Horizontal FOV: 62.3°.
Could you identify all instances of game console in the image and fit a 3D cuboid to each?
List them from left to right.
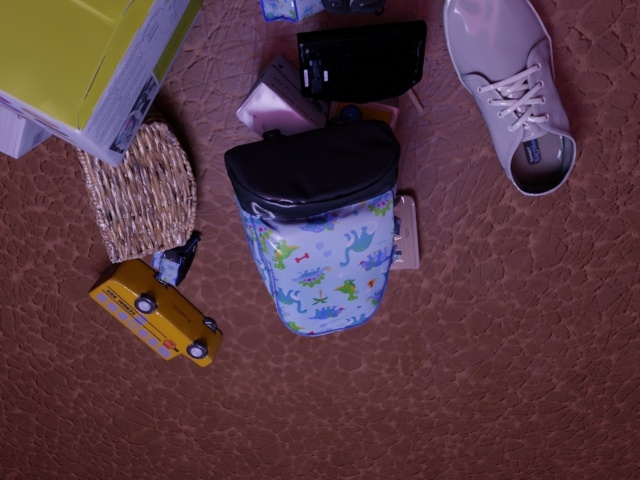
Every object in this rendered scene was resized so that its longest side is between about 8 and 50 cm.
[{"bbox_3d":[0.067,-0.376,0.828,0.213,0.044,0.361,-7,138,-5],"label":"game console"}]

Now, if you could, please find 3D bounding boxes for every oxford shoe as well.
[{"bbox_3d":[0.356,-0.266,0.961,0.169,0.130,0.449,-21,117,20],"label":"oxford shoe"}]

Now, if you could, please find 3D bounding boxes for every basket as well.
[{"bbox_3d":[-0.396,-0.143,1.139,0.213,0.223,0.299,-18,125,-22],"label":"basket"}]

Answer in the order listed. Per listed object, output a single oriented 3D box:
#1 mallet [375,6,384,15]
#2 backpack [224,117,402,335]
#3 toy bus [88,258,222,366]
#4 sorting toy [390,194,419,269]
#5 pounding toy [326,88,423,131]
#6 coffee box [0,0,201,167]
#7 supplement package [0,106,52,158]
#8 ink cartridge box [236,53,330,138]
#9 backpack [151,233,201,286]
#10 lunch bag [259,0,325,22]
[{"bbox_3d":[0.067,-0.462,0.889,0.062,0.039,0.190,-48,137,11],"label":"mallet"},{"bbox_3d":[0.000,0.000,0.940,0.290,0.273,0.355,-13,151,-14],"label":"backpack"},{"bbox_3d":[-0.406,0.192,1.341,0.130,0.108,0.332,-31,114,23],"label":"toy bus"},{"bbox_3d":[0.115,-0.013,1.203,0.208,0.038,0.193,-3,122,13],"label":"sorting toy"},{"bbox_3d":[0.110,-0.250,1.015,0.181,0.094,0.206,12,123,-1],"label":"pounding toy"},{"bbox_3d":[-0.399,-0.354,0.785,0.338,0.334,0.338,29,84,-12],"label":"coffee box"},{"bbox_3d":[-0.666,-0.294,1.044,0.244,0.139,0.134,27,120,-10],"label":"supplement package"},{"bbox_3d":[-0.062,-0.247,0.978,0.140,0.190,0.082,38,118,-18],"label":"ink cartridge box"},{"bbox_3d":[-0.344,0.041,1.245,0.084,0.105,0.114,22,130,1],"label":"backpack"},{"bbox_3d":[-0.043,-0.452,0.872,0.096,0.129,0.151,18,134,33],"label":"lunch bag"}]
